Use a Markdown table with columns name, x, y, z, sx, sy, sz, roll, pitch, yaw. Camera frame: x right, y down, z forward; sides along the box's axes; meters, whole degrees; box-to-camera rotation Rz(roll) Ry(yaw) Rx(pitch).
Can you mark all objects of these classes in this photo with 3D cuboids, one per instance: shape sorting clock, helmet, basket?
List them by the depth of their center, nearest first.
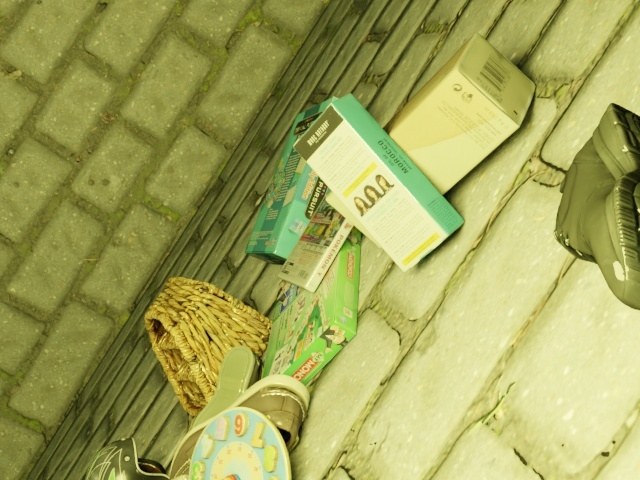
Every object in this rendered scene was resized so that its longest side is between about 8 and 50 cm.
| name | x | y | z | sx | sy | sz | roll | pitch | yaw |
| --- | --- | --- | --- | --- | --- | --- | --- | --- | --- |
| shape sorting clock | -0.120 | 0.340 | 1.254 | 0.206 | 0.040 | 0.206 | -8 | 78 | 41 |
| helmet | -0.374 | 0.472 | 1.707 | 0.169 | 0.162 | 0.169 | -51 | 18 | 23 |
| basket | -0.260 | 0.212 | 1.759 | 0.223 | 0.213 | 0.299 | -61 | 16 | -15 |

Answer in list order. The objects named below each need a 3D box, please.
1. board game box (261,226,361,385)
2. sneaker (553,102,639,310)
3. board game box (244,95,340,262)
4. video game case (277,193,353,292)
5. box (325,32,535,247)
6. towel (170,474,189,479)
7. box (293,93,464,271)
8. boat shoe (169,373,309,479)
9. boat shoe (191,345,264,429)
| name | x | y | z | sx | sy | sz | roll | pitch | yaw |
| --- | --- | --- | --- | --- | --- | --- | --- | --- | --- |
| board game box | -0.013 | 0.112 | 1.525 | 0.213 | 0.046 | 0.317 | -47 | 19 | 29 |
| sneaker | 0.282 | -0.014 | 0.836 | 0.130 | 0.109 | 0.286 | -54 | 6 | 34 |
| board game box | -0.038 | -0.115 | 1.859 | 0.336 | 0.079 | 0.254 | -69 | 17 | -7 |
| video game case | 0.000 | 0.000 | 1.574 | 0.183 | 0.023 | 0.201 | -59 | 15 | -5 |
| box | 0.159 | -0.141 | 1.316 | 0.311 | 0.121 | 0.148 | -44 | 9 | 38 |
| towel | -0.243 | 0.512 | 1.346 | 0.187 | 0.049 | 0.282 | -38 | 44 | 47 |
| box | 0.081 | -0.081 | 1.253 | 0.100 | 0.244 | 0.060 | -44 | -5 | 39 |
| boat shoe | -0.139 | 0.334 | 1.374 | 0.324 | 0.117 | 0.096 | -43 | 20 | 28 |
| boat shoe | -0.162 | 0.303 | 1.578 | 0.081 | 0.068 | 0.227 | 14 | 72 | 31 |
